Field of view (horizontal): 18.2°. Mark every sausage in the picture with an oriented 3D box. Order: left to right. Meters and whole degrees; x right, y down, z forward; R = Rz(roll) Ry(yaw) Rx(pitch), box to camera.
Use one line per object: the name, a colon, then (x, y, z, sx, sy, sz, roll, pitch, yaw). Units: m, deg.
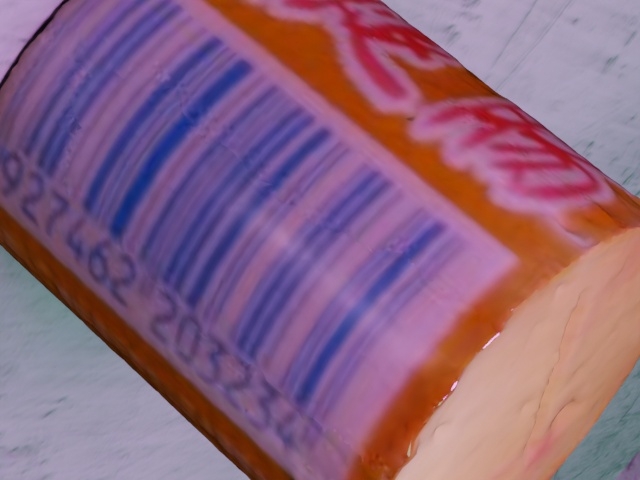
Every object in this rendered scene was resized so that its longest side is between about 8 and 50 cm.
sausage: (0.000, 0.000, 1.008, 0.233, 0.287, 0.233, -39, 153, -24)
